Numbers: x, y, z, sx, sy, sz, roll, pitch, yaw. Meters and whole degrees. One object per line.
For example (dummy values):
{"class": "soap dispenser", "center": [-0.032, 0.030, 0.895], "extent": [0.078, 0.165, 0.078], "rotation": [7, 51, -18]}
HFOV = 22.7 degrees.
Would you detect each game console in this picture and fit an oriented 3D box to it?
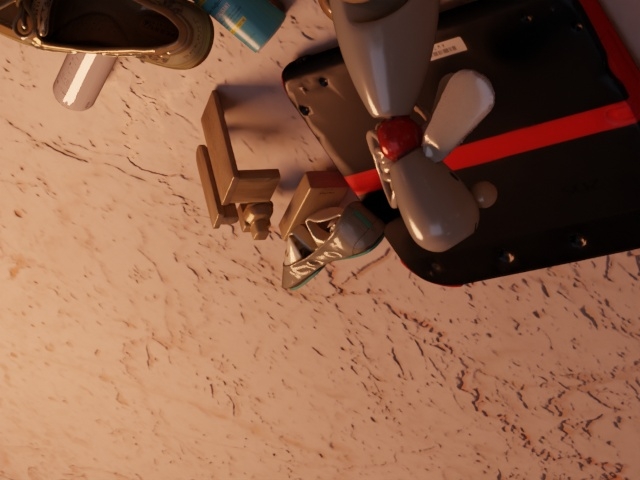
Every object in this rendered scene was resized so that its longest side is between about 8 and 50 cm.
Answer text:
{"class": "game console", "center": [0.187, -0.105, 1.728], "extent": [0.386, 0.060, 0.342], "rotation": [-14, 122, 37]}

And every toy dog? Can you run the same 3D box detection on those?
{"class": "toy dog", "center": [0.108, -0.175, 1.554], "extent": [0.161, 0.220, 0.334], "rotation": [-20, 111, 0]}

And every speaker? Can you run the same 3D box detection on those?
{"class": "speaker", "center": [-0.265, -0.208, 1.837], "extent": [0.055, 0.055, 0.136], "rotation": [30, 141, -6]}

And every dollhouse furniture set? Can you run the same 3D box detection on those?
{"class": "dollhouse furniture set", "center": [-0.063, -0.087, 1.894], "extent": [0.151, 0.123, 0.144], "rotation": [-3, 148, -22]}

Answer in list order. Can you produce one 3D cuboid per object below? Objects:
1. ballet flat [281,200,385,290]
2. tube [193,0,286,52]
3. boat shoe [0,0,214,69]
{"class": "ballet flat", "center": [0.000, 0.000, 1.878], "extent": [0.068, 0.072, 0.213], "rotation": [46, 147, -11]}
{"class": "tube", "center": [-0.131, -0.284, 1.691], "extent": [0.207, 0.052, 0.080], "rotation": [39, 138, -9]}
{"class": "boat shoe", "center": [-0.258, -0.251, 1.723], "extent": [0.285, 0.089, 0.105], "rotation": [11, 95, 14]}
